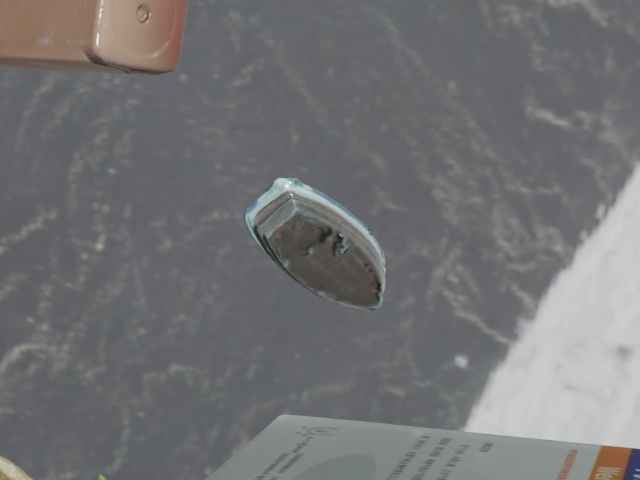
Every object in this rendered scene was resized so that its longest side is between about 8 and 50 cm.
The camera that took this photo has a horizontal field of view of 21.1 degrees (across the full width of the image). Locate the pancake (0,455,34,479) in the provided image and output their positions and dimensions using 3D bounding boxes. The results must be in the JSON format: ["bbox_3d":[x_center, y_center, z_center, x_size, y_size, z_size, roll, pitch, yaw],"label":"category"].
[{"bbox_3d":[-0.429,0.382,1.856,0.082,0.387,0.387,-24,122,-75],"label":"pancake"}]

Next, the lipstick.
[{"bbox_3d":[-0.117,-0.091,0.691,0.045,0.145,0.045,3,93,-46],"label":"lipstick"}]

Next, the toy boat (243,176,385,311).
[{"bbox_3d":[0.000,0.000,1.138,0.059,0.066,0.140,-39,134,13],"label":"toy boat"}]

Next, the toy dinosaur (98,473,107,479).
[{"bbox_3d":[-0.147,0.336,1.630,0.153,0.259,0.094,9,138,-40],"label":"toy dinosaur"}]

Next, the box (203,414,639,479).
[{"bbox_3d":[0.087,0.179,0.954,0.200,0.299,0.106,-29,121,-73],"label":"box"}]
